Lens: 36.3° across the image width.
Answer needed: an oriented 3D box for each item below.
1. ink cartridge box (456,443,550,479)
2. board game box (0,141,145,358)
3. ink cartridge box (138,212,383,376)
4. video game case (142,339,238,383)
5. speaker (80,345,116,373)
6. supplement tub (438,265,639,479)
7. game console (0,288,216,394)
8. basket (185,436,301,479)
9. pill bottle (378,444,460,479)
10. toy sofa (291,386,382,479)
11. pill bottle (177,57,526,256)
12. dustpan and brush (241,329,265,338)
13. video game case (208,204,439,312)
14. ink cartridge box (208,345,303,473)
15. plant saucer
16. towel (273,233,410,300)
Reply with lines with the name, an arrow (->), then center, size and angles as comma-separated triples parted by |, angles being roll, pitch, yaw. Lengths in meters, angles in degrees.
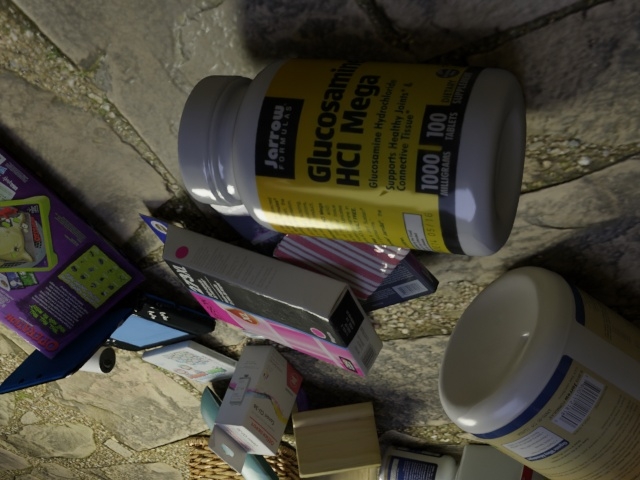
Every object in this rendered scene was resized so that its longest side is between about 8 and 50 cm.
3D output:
ink cartridge box -> 0.340, 0.468, 1.771 | 0.128, 0.127, 0.176 | -6, 141, 36
board game box -> -0.455, 0.015, 1.478 | 0.347, 0.208, 0.056 | 49, 178, -38
ink cartridge box -> -0.099, 0.073, 1.391 | 0.371, 0.069, 0.175 | 20, 157, 31
video game case -> -0.232, 0.228, 1.814 | 0.143, 0.019, 0.157 | 29, 149, -33
speaker -> -0.478, 0.234, 1.955 | 0.136, 0.055, 0.055 | 3, 145, 27
supplement tub -> 0.335, 0.200, 1.253 | 0.316, 0.228, 0.228 | 32, 147, -18
game console -> -0.365, 0.198, 1.671 | 0.250, 0.173, 0.293 | 24, 153, -35
basket -> -0.135, 0.550, 2.215 | 0.299, 0.223, 0.213 | -7, 172, 38
pill bottle -> 0.204, 0.449, 1.852 | 0.169, 0.094, 0.094 | 6, 146, 24
toy sofa -> 0.030, 0.410, 1.869 | 0.150, 0.177, 0.362 | -7, 148, -2
pill bottle -> 0.031, -0.092, 1.012 | 0.334, 0.188, 0.188 | 6, 146, 21
dustpan and brush -> -0.046, 0.143, 1.548 | 0.211, 0.060, 0.147 | 10, 153, 47
video game case -> 0.000, 0.000, 1.299 | 0.196, 0.026, 0.274 | -21, 124, 43
ink cartridge box -> -0.111, 0.295, 1.694 | 0.067, 0.198, 0.115 | -3, 142, 34
plant saucer -> -0.140, 0.418, 1.876 | 0.317, 0.044, 0.317 | 51, 171, 11
towel -> 0.030, 0.001, 1.243 | 0.144, 0.029, 0.197 | 28, 146, -4
